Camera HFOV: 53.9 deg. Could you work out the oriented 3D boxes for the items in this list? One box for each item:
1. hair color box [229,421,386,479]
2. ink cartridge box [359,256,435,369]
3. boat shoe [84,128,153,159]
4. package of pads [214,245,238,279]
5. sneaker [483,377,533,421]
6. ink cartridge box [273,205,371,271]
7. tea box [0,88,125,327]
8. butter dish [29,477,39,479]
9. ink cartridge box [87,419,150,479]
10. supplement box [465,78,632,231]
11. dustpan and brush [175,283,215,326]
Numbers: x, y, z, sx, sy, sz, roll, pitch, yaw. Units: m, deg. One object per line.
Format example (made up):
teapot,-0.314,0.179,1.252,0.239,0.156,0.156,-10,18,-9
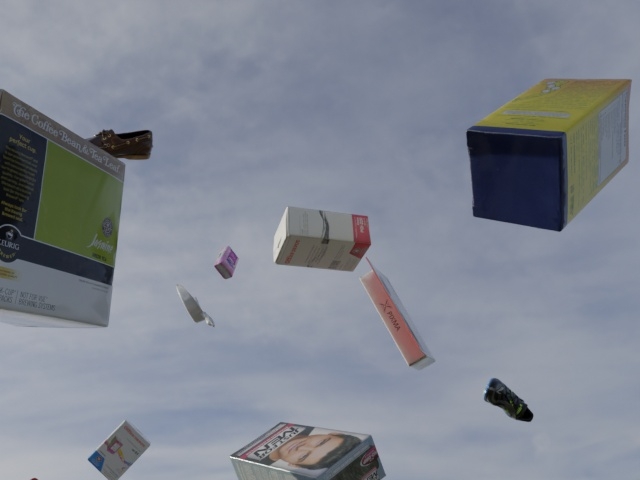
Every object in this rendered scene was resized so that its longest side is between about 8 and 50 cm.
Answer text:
hair color box,-0.042,0.554,1.551,0.185,0.114,0.374,-25,8,-39
ink cartridge box,0.204,0.210,1.768,0.066,0.296,0.261,-33,-25,8
boat shoe,-0.497,-0.231,1.492,0.207,0.073,0.073,-12,-50,-41
package of pads,-0.236,0.056,1.584,0.032,0.083,0.050,-24,-65,19
sneaker,0.475,0.403,1.583,0.188,0.078,0.067,39,-105,-31
ink cartridge box,0.000,0.000,1.609,0.217,0.092,0.158,5,-31,-15
tea box,-0.521,-0.031,1.055,0.220,0.324,0.329,-1,-14,16
butter dish,-0.629,0.605,1.299,0.160,0.160,0.118,-44,-17,3
ink cartridge box,-0.484,0.507,1.520,0.088,0.122,0.052,44,-20,-2
supplement box,0.477,-0.191,1.299,0.356,0.195,0.194,-34,-56,-38
dustpan and brush,-0.399,0.233,2.066,0.060,0.211,0.147,-29,-53,-9
